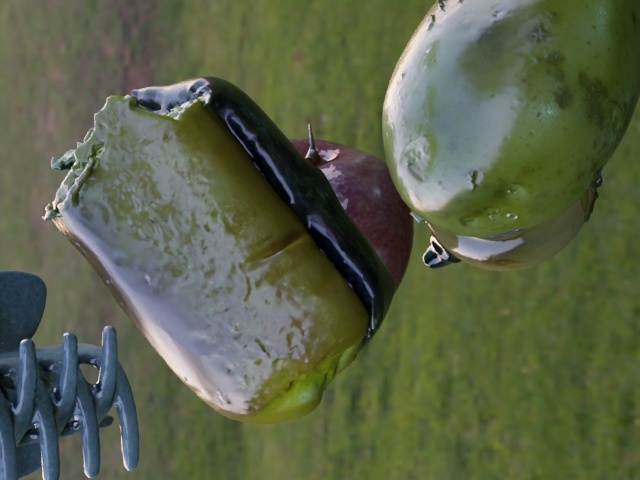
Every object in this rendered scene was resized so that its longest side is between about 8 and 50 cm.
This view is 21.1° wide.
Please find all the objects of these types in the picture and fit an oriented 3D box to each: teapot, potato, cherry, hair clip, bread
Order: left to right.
[{"bbox_3d":[-0.399,0.192,2.047,0.238,0.318,0.392,6,98,46],"label":"hair clip"},{"bbox_3d":[-0.106,0.012,1.753,0.251,0.376,0.208,-39,2,29],"label":"bread"},{"bbox_3d":[0.000,0.000,2.218,0.261,0.221,0.307,18,111,43],"label":"cherry"},{"bbox_3d":[0.175,-0.138,1.484,0.304,0.216,0.216,-49,-2,-33],"label":"potato"},{"bbox_3d":[0.201,-0.063,1.703,0.269,0.182,0.173,-42,73,12],"label":"teapot"}]
